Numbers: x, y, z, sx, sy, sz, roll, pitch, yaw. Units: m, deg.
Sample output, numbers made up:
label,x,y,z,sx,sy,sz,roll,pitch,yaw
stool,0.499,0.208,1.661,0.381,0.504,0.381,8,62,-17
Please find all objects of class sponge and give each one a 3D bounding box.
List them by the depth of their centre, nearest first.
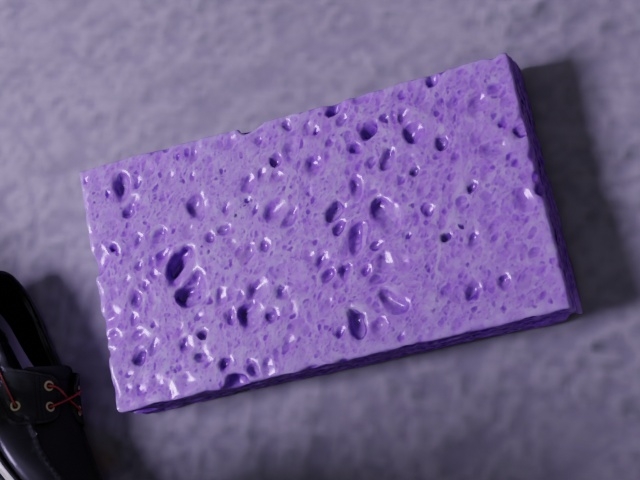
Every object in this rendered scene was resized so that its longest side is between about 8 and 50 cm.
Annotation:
label,x,y,z,sx,sy,sz,roll,pitch,yaw
sponge,0.000,0.000,0.645,0.210,0.031,0.117,-14,75,16

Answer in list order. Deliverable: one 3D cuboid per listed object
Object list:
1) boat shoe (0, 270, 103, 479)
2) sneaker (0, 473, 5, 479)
label,x,y,z,sx,sy,sz,roll,pitch,yaw
boat shoe,-0.133,0.073,0.666,0.042,0.049,0.133,-40,66,16
sneaker,-0.206,0.160,0.678,0.162,0.063,0.073,-46,51,1
